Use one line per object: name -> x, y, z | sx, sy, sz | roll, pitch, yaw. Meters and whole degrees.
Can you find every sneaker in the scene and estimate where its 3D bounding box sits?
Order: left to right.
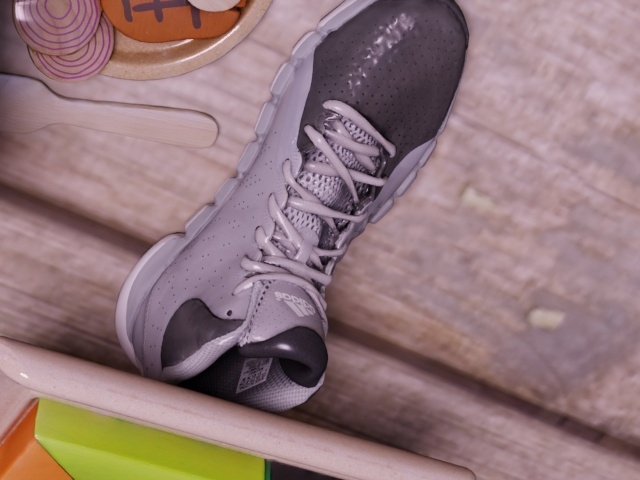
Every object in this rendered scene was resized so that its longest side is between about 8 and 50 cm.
sneaker -> 0.000, 0.000, 0.740 | 0.086, 0.132, 0.228 | 30, 107, -25

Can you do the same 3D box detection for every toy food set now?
toy food set -> -0.077, -0.122, 0.712 | 0.132, 0.038, 0.192 | 6, 115, -16

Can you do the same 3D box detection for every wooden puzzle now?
wooden puzzle -> -0.080, 0.127, 0.766 | 0.221, 0.044, 0.239 | 18, 147, -21
